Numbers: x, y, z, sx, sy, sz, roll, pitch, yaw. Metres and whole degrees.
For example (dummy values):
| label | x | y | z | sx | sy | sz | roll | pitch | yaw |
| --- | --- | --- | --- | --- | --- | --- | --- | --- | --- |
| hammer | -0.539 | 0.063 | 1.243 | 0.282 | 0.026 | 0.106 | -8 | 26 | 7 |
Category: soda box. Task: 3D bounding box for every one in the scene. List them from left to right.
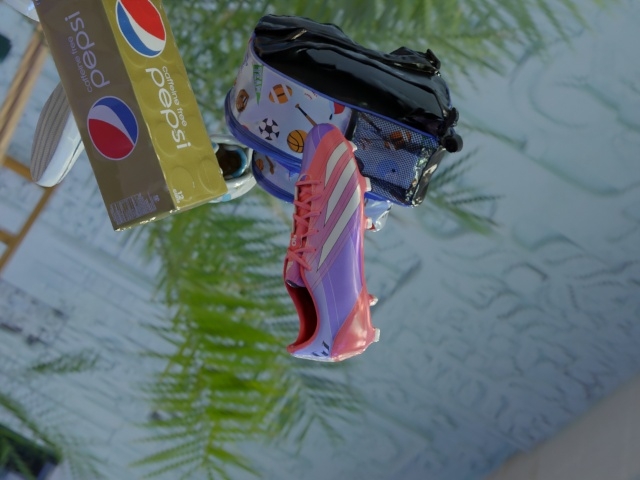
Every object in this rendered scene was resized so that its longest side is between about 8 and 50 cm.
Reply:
| label | x | y | z | sx | sy | sz | roll | pitch | yaw |
| --- | --- | --- | --- | --- | --- | --- | --- | --- | --- |
| soda box | -0.126 | -0.102 | 0.772 | 0.058 | 0.181 | 0.061 | -17 | -176 | 33 |

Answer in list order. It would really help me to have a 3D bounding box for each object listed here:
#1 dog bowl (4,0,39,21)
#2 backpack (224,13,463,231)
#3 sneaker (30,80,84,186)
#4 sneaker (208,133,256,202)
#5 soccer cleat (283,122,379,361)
| label | x | y | z | sx | sy | sz | roll | pitch | yaw |
| --- | --- | --- | --- | --- | --- | --- | --- | --- | --- |
| dog bowl | -0.435 | -0.464 | 1.824 | 0.104 | 0.265 | 0.265 | -38 | -163 | 25 |
| backpack | 0.016 | -0.154 | 1.434 | 0.213 | 0.263 | 0.276 | -60 | -169 | 20 |
| sneaker | -0.269 | -0.166 | 1.439 | 0.258 | 0.091 | 0.094 | -56 | -140 | 24 |
| sneaker | -0.121 | -0.093 | 1.514 | 0.228 | 0.092 | 0.087 | -14 | 98 | -67 |
| soccer cleat | 0.000 | 0.000 | 1.207 | 0.083 | 0.095 | 0.248 | 158 | -73 | -65 |
